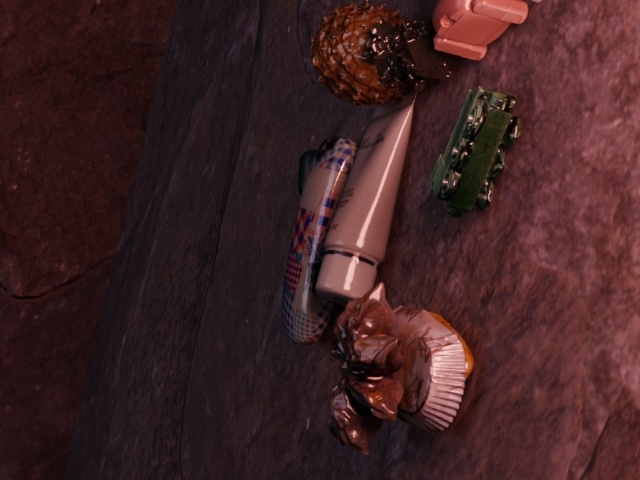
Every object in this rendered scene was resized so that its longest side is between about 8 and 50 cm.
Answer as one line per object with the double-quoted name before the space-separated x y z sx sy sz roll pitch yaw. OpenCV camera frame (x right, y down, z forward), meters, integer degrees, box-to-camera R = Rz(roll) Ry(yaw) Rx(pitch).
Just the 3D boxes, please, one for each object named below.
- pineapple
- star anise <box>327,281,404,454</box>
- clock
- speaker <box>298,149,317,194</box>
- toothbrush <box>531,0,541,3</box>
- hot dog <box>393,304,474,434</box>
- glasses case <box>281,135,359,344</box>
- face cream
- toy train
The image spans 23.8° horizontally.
"pineapple" 0.105 -0.266 2.121 0.279 0.158 0.157 7 87 61
"star anise" 0.056 0.157 1.888 0.197 0.073 0.212 137 137 -62
"clock" 0.200 -0.335 1.945 0.166 0.093 0.162 138 141 -61
"speaker" -0.001 -0.099 2.453 0.094 0.060 0.075 53 -141 -67
"toothbrush" 0.293 -0.436 1.827 0.030 0.030 0.303 -144 66 -69
"hot dog" 0.121 0.158 1.930 0.268 0.075 0.144 -147 73 -71
"glasses case" 0.000 0.000 2.344 0.125 0.076 0.327 -161 83 -72
"face cream" 0.072 -0.060 2.192 0.143 0.089 0.314 -20 51 67
"toy train" 0.192 -0.115 1.888 0.111 0.071 0.170 -101 28 -62
